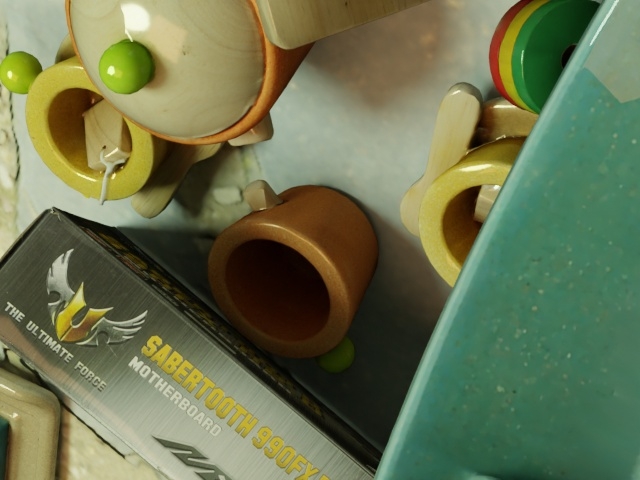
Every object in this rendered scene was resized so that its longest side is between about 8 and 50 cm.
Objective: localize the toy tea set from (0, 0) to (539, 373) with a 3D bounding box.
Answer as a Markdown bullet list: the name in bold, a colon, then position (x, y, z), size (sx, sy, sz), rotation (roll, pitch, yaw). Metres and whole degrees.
- **toy tea set**: position (0.000, 0.000, 0.573), size (0.336, 0.124, 0.200), rotation (39, 131, 2)

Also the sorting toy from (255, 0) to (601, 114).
- **sorting toy**: position (0.018, -0.159, 0.468), size (0.046, 0.132, 0.274), rotation (33, 141, 61)

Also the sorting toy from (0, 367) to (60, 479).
- **sorting toy**: position (-0.308, 0.122, 0.886), size (0.307, 0.041, 0.229), rotation (22, 129, 15)

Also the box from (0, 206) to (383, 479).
- **box**: position (-0.036, 0.082, 0.621), size (0.231, 0.183, 0.056), rotation (40, 88, 1)

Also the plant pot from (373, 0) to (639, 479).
- **plant pot**: position (0.217, 0.057, 0.335), size (0.334, 0.341, 0.341), rotation (28, 131, -2)
